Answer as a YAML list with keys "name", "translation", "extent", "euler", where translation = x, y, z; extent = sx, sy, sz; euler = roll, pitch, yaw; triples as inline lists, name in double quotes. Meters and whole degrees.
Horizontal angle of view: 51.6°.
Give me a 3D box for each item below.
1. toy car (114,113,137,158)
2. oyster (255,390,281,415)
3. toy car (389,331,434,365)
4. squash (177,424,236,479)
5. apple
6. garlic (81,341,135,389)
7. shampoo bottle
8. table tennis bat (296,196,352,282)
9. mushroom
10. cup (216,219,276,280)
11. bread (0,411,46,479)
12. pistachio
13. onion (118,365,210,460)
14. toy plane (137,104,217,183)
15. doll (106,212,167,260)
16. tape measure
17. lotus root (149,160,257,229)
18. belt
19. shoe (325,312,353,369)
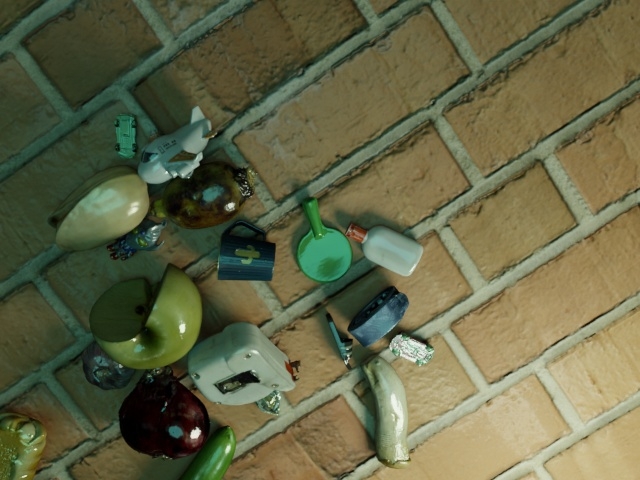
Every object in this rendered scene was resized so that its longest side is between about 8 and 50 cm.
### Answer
- name: "toy car"
  translation: [-0.535, -0.288, 1.831]
  extent: [0.059, 0.035, 0.121]
  euler: [3, 108, -1]
- name: "oyster"
  translation: [-0.155, 0.464, 1.972]
  extent: [0.098, 0.037, 0.100]
  euler: [17, 79, -22]
- name: "toy car"
  translation: [0.265, 0.312, 1.931]
  extent: [0.142, 0.055, 0.069]
  euler: [26, 107, -15]
- name: "squash"
  translation: [-0.369, 0.722, 1.974]
  extent: [0.107, 0.107, 0.395]
  euler: [37, 97, -6]
- name: "apple"
  translation: [-0.452, 0.215, 1.805]
  extent: [0.295, 0.258, 0.233]
  euler: [-28, 113, 6]
- name: "garlic"
  translation: [-0.613, 0.362, 1.911]
  extent: [0.147, 0.102, 0.159]
  euler: [-42, 98, 5]
- name: "shampoo bottle"
  translation: [0.175, 0.014, 1.878]
  extent: [0.221, 0.051, 0.108]
  euler: [26, 101, -5]
- name: "table tennis bat"
  translation: [0.000, 0.000, 1.886]
  extent: [0.161, 0.039, 0.257]
  euler: [-15, 105, 3]
- name: "mushroom"
  translation: [0.197, 0.505, 1.947]
  extent: [0.123, 0.095, 0.351]
  euler: [-8, 99, 19]
- name: "cup"
  translation: [-0.204, 0.033, 1.854]
  extent: [0.155, 0.131, 0.176]
  euler: [8, 75, -6]
- name: "bread"
  translation: [-0.920, 0.657, 1.951]
  extent: [0.173, 0.121, 0.311]
  euler: [22, 99, -1]
- name: "pistachio"
  translation: [-0.596, -0.087, 1.789]
  extent: [0.299, 0.187, 0.187]
  euler: [-33, 99, 2]
- name: "onion"
  translation: [-0.434, 0.502, 1.861]
  extent: [0.281, 0.221, 0.280]
  euler: [-6, 80, 35]
- name: "toy plane"
  translation: [-0.387, -0.248, 1.761]
  extent: [0.245, 0.244, 0.117]
  euler: [-22, 133, 3]
- name: "doll"
  translation: [-0.514, -0.009, 1.867]
  extent: [0.195, 0.062, 0.104]
  euler: [-27, 61, 12]
- name: "tape measure"
  translation: [-0.222, 0.358, 1.853]
  extent: [0.265, 0.130, 0.258]
  euler: [-27, 135, 10]
- name: "lotus root"
  translation: [-0.320, -0.117, 1.807]
  extent: [0.314, 0.141, 0.169]
  euler: [-19, 98, 4]
- name: "belt"
  translation: [0.168, 0.214, 1.868]
  extent: [0.190, 0.141, 0.082]
  euler: [-44, 99, 4]
- name: "shoe"
  translation: [0.069, 0.289, 1.920]
  extent: [0.049, 0.071, 0.179]
  euler: [-21, 95, 0]
